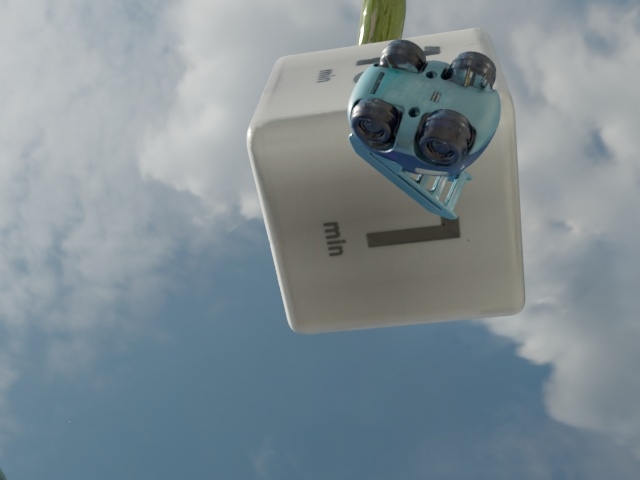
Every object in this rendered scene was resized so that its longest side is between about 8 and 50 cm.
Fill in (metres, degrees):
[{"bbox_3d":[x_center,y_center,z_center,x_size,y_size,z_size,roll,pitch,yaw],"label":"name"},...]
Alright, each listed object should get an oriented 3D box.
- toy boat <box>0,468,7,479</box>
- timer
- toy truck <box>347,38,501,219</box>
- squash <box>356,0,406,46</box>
[{"bbox_3d":[-0.162,0.221,0.293,0.134,0.092,0.299,21,-111,-55],"label":"toy boat"},{"bbox_3d":[0.061,-0.053,0.678,0.195,0.192,0.194,-7,-61,9],"label":"timer"},{"bbox_3d":[0.054,-0.050,0.404,0.073,0.090,0.056,17,-116,20],"label":"toy truck"},{"bbox_3d":[0.059,-0.207,0.821,0.052,0.052,0.183,7,-84,-16],"label":"squash"}]
